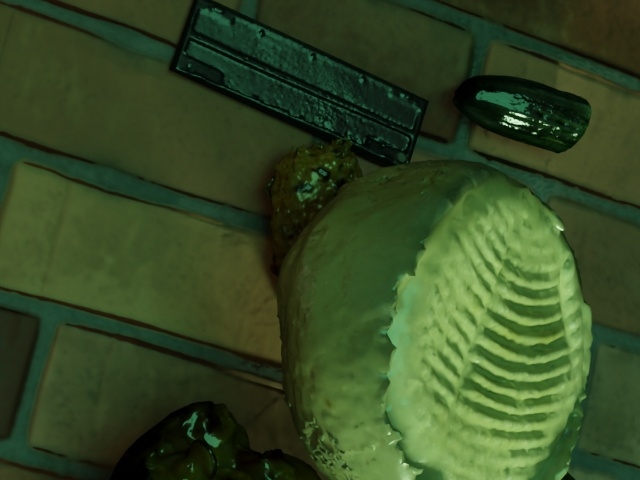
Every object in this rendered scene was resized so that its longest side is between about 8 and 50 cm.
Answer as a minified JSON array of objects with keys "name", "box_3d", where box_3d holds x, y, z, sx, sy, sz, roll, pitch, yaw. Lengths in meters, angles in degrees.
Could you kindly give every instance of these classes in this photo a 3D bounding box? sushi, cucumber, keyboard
[{"name":"sushi","box_3d":[-0.060,0.232,1.204,0.213,0.200,0.204,37,70,7]},{"name":"cucumber","box_3d":[0.148,-0.101,1.411,0.105,0.048,0.048,15,79,-20]},{"name":"keyboard","box_3d":[-0.013,-0.112,1.358,0.198,0.010,0.063,23,74,-21]}]

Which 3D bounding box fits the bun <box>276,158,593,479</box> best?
[{"name":"bun","box_3d":[0.063,0.072,1.252,0.259,0.152,0.259,-5,97,-49]}]

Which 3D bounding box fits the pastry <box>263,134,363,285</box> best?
[{"name":"pastry","box_3d":[0.000,0.000,1.328,0.080,0.056,0.140,-12,91,-32]}]

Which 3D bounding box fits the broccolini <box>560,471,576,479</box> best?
[{"name":"broccolini","box_3d":[0.234,0.202,1.417,0.392,0.074,0.079,42,111,-14]}]
